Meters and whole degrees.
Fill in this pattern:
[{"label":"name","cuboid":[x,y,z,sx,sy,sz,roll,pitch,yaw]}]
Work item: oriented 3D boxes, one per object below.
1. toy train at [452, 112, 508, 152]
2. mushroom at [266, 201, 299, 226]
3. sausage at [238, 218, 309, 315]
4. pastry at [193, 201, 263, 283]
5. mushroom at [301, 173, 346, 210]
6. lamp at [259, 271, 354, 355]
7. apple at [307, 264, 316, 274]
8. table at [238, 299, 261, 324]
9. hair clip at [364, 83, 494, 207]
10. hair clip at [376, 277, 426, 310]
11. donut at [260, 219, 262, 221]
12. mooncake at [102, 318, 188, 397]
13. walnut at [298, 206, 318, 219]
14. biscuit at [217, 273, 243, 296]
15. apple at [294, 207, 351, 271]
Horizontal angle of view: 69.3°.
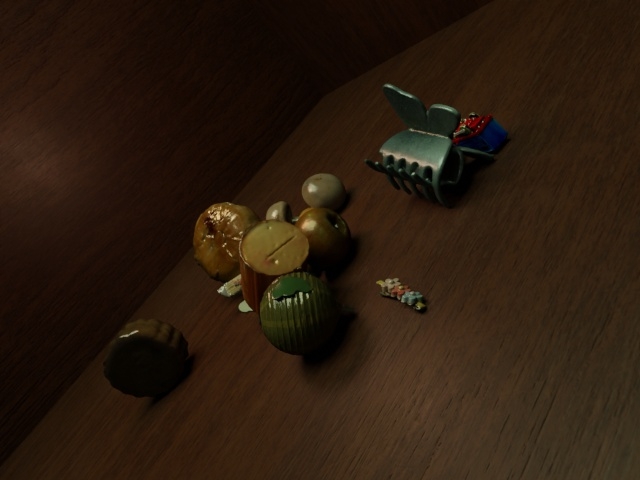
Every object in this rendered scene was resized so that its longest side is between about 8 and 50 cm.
[{"label":"toy train","cuboid":[0.514,-0.354,1.554,0.083,0.131,0.204,-52,11,-4]},{"label":"mushroom","cuboid":[-0.146,-0.082,2.161,0.215,0.208,0.207,-5,33,11]},{"label":"sausage","cuboid":[-0.160,0.099,1.586,0.287,0.232,0.233,100,-165,-53]},{"label":"pastry","cuboid":[-0.417,0.014,2.191,0.409,0.410,0.245,-33,-18,26]},{"label":"mushroom","cuboid":[0.014,-0.196,2.097,0.204,0.204,0.204,-37,23,18]},{"label":"lamp","cuboid":[-0.039,0.211,1.375,0.284,0.251,0.250,-8,25,-2]},{"label":"apple","cuboid":[-0.059,0.108,1.761,0.074,0.090,0.089,-40,18,-25]},{"label":"table","cuboid":[-0.217,0.207,1.793,0.166,0.166,0.198,-29,34,33]},{"label":"hair clip","cuboid":[0.338,-0.279,1.509,0.239,0.392,0.318,-55,39,-1]},{"label":"hair clip","cuboid":[0.217,0.141,1.272,0.062,0.056,0.213,-16,12,-22]},{"label":"donut","cuboid":[-0.414,0.012,2.480,0.299,0.150,0.317,-37,23,25]},{"label":"mooncake","cuboid":[-0.730,0.488,1.959,0.324,0.324,0.187,-41,17,8]},{"label":"walnut","cuboid":[-0.026,-0.066,1.948,0.144,0.144,0.180,-40,32,11]},{"label":"biscuit","cuboid":[-0.282,0.165,2.004,0.309,0.079,0.186,-33,-17,31]},{"label":"apple","cuboid":[0.000,0.000,1.701,0.207,0.236,0.237,-47,18,28]}]
